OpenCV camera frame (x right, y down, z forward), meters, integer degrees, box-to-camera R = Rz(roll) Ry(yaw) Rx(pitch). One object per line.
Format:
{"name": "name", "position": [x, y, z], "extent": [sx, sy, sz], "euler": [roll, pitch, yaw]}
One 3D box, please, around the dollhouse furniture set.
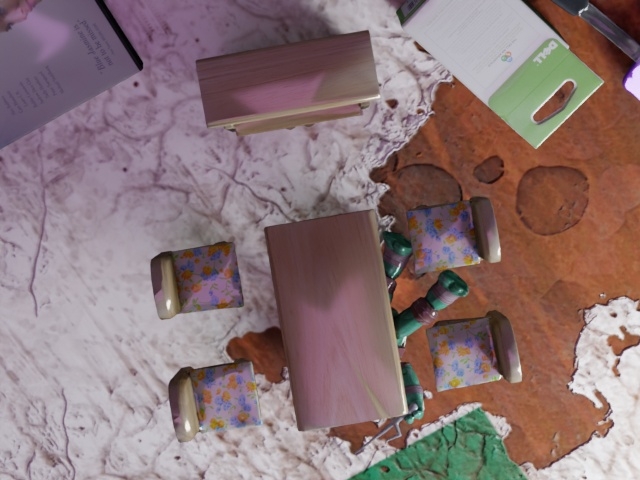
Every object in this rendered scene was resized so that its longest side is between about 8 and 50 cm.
{"name": "dollhouse furniture set", "position": [0.000, 0.000, 1.722], "extent": [0.362, 0.256, 0.394], "euler": [-10, 92, 1]}

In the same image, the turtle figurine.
{"name": "turtle figurine", "position": [0.058, 0.114, 1.909], "extent": [0.175, 0.118, 0.234], "euler": [31, 102, -12]}

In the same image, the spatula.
{"name": "spatula", "position": [0.304, -0.237, 1.824], "extent": [0.296, 0.030, 0.084], "euler": [34, 109, -16]}

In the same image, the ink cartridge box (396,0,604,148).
{"name": "ink cartridge box", "position": [0.194, -0.211, 1.812], "extent": [0.209, 0.062, 0.109], "euler": [40, 105, -17]}

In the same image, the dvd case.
{"name": "dvd case", "position": [-0.344, -0.200, 1.805], "extent": [0.253, 0.022, 0.180], "euler": [-28, 115, 9]}
